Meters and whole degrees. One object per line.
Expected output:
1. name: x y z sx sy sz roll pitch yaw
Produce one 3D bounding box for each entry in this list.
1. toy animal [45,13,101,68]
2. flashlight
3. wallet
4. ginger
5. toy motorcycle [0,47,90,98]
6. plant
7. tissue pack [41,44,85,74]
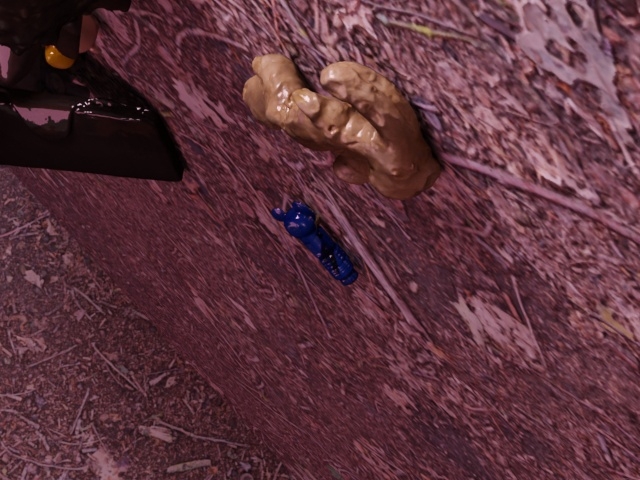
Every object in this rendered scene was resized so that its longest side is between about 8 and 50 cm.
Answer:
1. toy animal: -0.302 -0.265 1.587 0.082 0.091 0.114 -8 143 40
2. flashlight: 0.000 0.000 1.499 0.057 0.035 0.121 -17 123 47
3. wallet: -0.343 -0.139 1.807 0.310 0.042 0.165 8 153 13
4. ginger: 0.009 -0.093 1.143 0.149 0.065 0.259 49 164 -22
5. toy motorcycle: -0.424 -0.257 1.866 0.260 0.110 0.170 35 -141 -46
6. plant: -0.287 -0.276 1.276 0.194 0.181 0.321 47 162 -1
7. tissue pack: -0.352 -0.264 1.798 0.083 0.035 0.063 44 171 7
